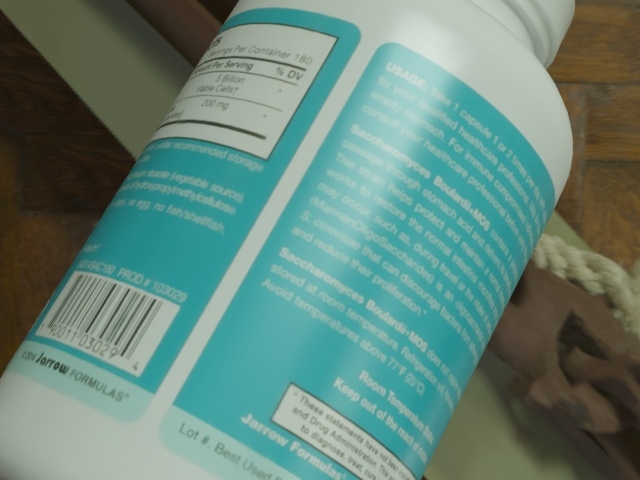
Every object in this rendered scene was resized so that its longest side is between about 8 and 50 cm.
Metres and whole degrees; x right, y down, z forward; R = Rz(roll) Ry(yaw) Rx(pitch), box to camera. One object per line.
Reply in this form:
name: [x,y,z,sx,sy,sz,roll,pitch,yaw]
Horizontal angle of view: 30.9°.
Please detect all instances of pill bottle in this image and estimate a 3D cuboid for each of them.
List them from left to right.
pill bottle: [0.000,0.000,0.430,0.146,0.146,0.264,31,73,-3]
